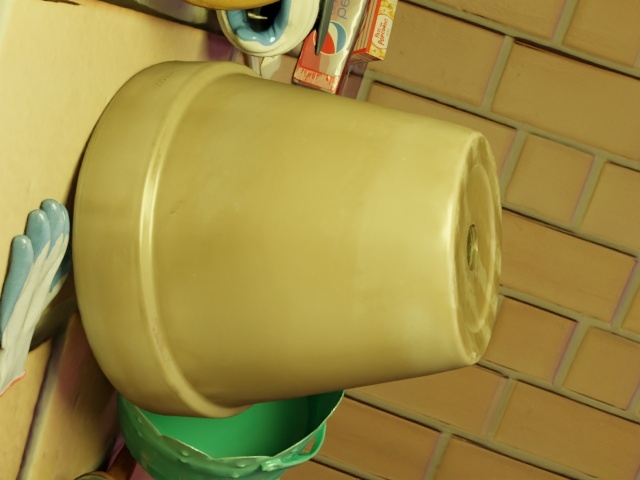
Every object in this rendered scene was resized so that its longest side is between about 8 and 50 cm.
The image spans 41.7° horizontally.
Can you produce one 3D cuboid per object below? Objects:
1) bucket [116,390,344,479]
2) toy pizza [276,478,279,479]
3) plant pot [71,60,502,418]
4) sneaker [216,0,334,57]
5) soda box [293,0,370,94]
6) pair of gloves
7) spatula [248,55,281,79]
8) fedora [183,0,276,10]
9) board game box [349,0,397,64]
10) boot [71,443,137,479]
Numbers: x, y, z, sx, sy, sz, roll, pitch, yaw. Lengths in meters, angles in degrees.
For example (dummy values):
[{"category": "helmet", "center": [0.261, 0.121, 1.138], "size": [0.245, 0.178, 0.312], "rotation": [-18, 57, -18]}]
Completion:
[{"category": "bucket", "center": [-0.107, 0.151, 0.965], "size": [0.183, 0.281, 0.281], "rotation": [111, 1, -52]}, {"category": "toy pizza", "center": [-0.140, 0.331, 1.006], "size": [0.201, 0.201, 0.032], "rotation": [-63, 136, -64]}, {"category": "plant pot", "center": [0.000, 0.000, 0.724], "size": [0.323, 0.280, 0.323], "rotation": [1, 90, -67]}, {"category": "sneaker", "center": [-0.010, -0.331, 0.816], "size": [0.236, 0.130, 0.323], "rotation": [-72, -175, -60]}, {"category": "soda box", "center": [0.032, -0.394, 1.496], "size": [0.092, 0.083, 0.263], "rotation": [-56, 166, -82]}, {"category": "pair of gloves", "center": [-0.222, 0.057, 0.580], "size": [0.198, 0.023, 0.159], "rotation": [-56, 165, -73]}, {"category": "spatula", "center": [-0.088, -0.225, 1.135], "size": [0.242, 0.019, 0.168], "rotation": [95, 21, -77]}, {"category": "fedora", "center": [-0.058, -0.264, 0.611], "size": [0.194, 0.194, 0.079], "rotation": [105, -31, -48]}, {"category": "board game box", "center": [0.083, -0.432, 1.585], "size": [0.147, 0.045, 0.193], "rotation": [8, -95, 57]}, {"category": "boot", "center": [-0.250, 0.317, 0.983], "size": [0.280, 0.096, 0.264], "rotation": [-66, 172, -71]}]
